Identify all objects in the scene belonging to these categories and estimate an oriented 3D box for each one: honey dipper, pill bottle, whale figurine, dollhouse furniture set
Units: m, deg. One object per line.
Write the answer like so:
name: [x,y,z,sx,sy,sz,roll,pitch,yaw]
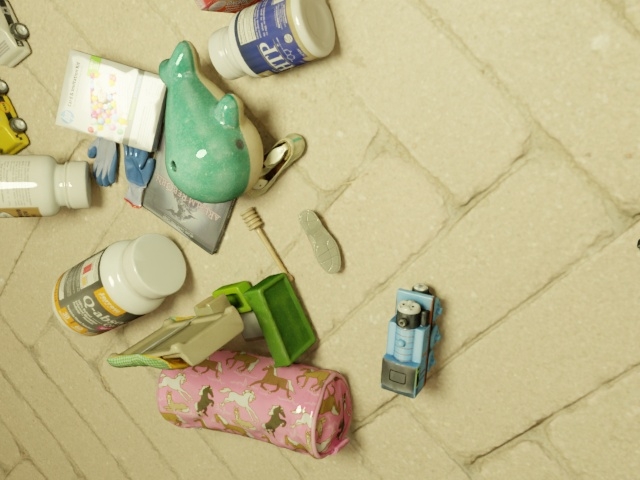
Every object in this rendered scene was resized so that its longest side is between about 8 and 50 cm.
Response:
honey dipper: [-0.099,0.013,1.129,0.030,0.030,0.160,-28,94,33]
pill bottle: [-0.082,-0.323,0.957,0.187,0.112,0.111,-10,101,32]
pill bottle: [-0.604,-0.113,1.249,0.230,0.131,0.131,-3,110,-14]
pill bottle: [-0.422,0.092,1.256,0.279,0.162,0.162,-24,94,33]
whale figurine: [-0.212,-0.190,1.010,0.216,0.141,0.271,-17,99,51]
dollhouse furniture set: [-0.185,0.195,1.068,0.198,0.301,0.151,-15,101,37]

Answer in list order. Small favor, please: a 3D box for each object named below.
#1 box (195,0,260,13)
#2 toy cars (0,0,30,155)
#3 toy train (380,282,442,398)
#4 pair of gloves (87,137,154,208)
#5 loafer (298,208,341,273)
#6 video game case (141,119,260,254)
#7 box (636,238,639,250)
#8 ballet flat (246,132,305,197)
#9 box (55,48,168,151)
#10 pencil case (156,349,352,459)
box: [-0.171,-0.502,0.938,0.123,0.128,0.256,-27,92,32]
toy cars: [-0.727,-0.376,1.313,0.177,0.087,0.393,23,116,20]
toy train: [0.151,0.165,0.994,0.080,0.105,0.184,13,112,25]
pair of gloves: [-0.416,-0.165,1.235,0.198,0.023,0.159,29,117,26]
loafer: [0.000,0.000,1.069,0.045,0.039,0.125,-28,96,0]
video game case: [-0.240,-0.133,1.161,0.196,0.026,0.274,33,118,16]
box: [0.548,0.020,0.762,0.190,0.045,0.184,50,120,7]
ballet flat: [-0.096,-0.133,1.063,0.168,0.052,0.057,-42,84,33]
box: [-0.389,-0.263,1.131,0.186,0.038,0.145,17,101,-3]
pencil case: [-0.131,0.312,1.170,0.386,0.160,0.167,2,141,28]
